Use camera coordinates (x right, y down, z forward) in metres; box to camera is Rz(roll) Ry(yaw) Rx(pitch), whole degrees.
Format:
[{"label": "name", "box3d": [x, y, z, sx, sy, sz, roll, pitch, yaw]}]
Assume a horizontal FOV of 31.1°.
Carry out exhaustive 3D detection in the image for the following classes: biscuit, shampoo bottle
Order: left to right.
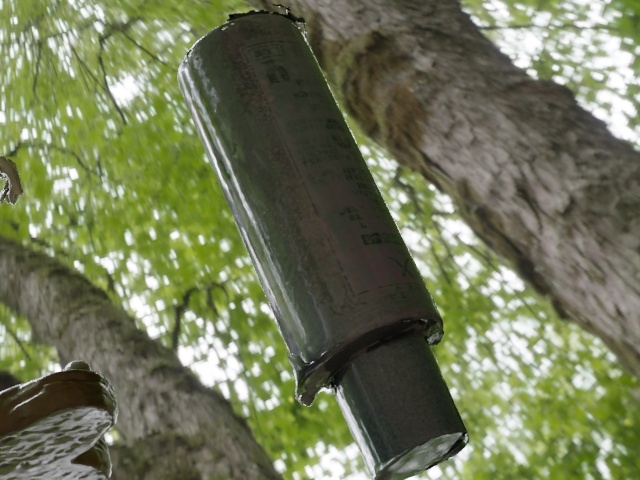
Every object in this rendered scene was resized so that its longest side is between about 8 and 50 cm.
[{"label": "biscuit", "box3d": [-0.380, 0.186, 0.933, 0.432, 0.064, 0.283, -9, -28, -20]}, {"label": "shampoo bottle", "box3d": [0.000, 0.000, 0.500, 0.072, 0.214, 0.072, -20, -25, -10]}]

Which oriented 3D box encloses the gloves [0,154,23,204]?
[{"label": "gloves", "box3d": [-0.293, -0.062, 1.037, 0.037, 0.081, 0.044, -48, -23, 15]}]
